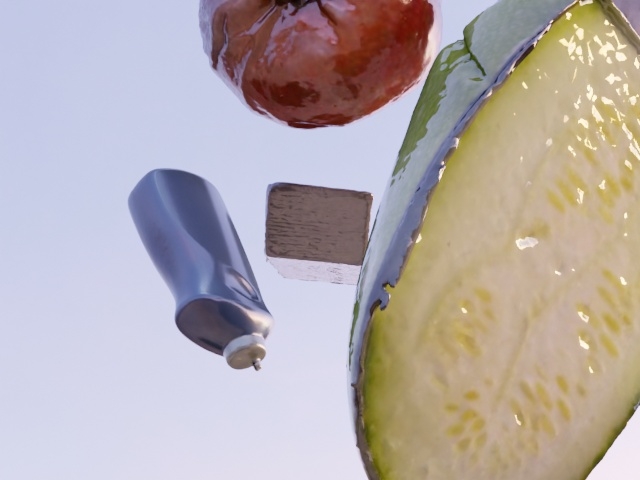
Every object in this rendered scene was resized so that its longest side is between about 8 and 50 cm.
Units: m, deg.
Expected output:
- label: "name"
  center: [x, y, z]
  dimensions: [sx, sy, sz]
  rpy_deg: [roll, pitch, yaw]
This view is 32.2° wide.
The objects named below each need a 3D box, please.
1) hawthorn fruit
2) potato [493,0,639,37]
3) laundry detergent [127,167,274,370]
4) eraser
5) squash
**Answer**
- label: "hawthorn fruit"
  center: [0.010, -0.217, 1.095]
  dimensions: [0.242, 0.241, 0.272]
  rpy_deg: [-13, -7, 12]
- label: "potato"
  center: [0.267, -0.199, 0.965]
  dimensions: [0.299, 0.239, 0.116]
  rpy_deg: [-28, -43, -31]
- label: "laundry detergent"
  center: [-0.098, 0.030, 0.965]
  dimensions: [0.061, 0.206, 0.097]
  rpy_deg: [-44, -37, 23]
- label: "eraser"
  center: [0.000, 0.001, 1.286]
  dimensions: [0.111, 0.077, 0.352]
  rpy_deg: [8, -7, 2]
- label: "squash"
  center: [0.129, 0.028, 0.704]
  dimensions: [0.210, 0.309, 0.233]
  rpy_deg: [-25, -60, 34]
